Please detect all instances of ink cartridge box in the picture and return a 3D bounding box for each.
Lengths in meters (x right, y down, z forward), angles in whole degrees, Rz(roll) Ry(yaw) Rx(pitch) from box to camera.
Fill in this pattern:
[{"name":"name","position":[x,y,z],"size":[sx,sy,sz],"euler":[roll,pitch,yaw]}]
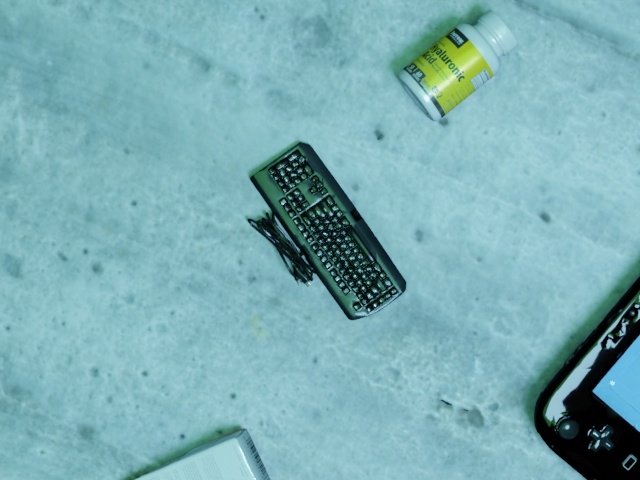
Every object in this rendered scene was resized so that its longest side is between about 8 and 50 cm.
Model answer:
[{"name":"ink cartridge box","position":[-0.128,0.296,1.550],"size":[0.179,0.045,0.145],"euler":[-24,92,19]}]

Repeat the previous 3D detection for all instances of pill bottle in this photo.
[{"name":"pill bottle","position":[0.142,-0.181,1.515],"size":[0.116,0.065,0.065],"euler":[-39,92,0]}]

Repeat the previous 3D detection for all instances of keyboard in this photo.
[{"name":"keyboard","position":[0.000,0.000,1.534],"size":[0.100,0.038,0.192],"euler":[-36,91,1]}]

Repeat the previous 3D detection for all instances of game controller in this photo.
[{"name":"game controller","position":[0.367,0.116,1.525],"size":[0.166,0.067,0.319],"euler":[40,92,-1]}]
